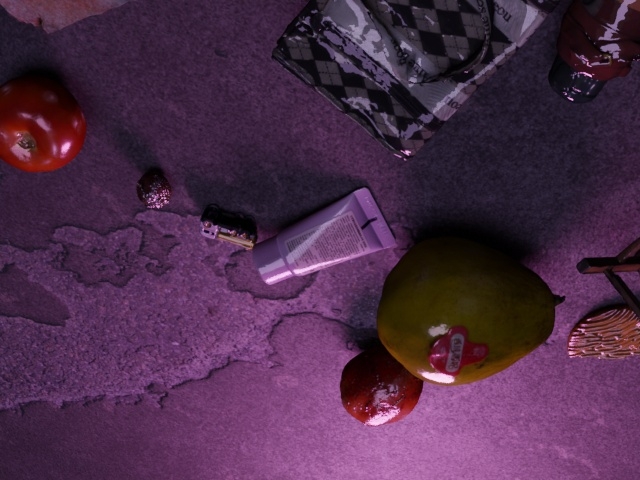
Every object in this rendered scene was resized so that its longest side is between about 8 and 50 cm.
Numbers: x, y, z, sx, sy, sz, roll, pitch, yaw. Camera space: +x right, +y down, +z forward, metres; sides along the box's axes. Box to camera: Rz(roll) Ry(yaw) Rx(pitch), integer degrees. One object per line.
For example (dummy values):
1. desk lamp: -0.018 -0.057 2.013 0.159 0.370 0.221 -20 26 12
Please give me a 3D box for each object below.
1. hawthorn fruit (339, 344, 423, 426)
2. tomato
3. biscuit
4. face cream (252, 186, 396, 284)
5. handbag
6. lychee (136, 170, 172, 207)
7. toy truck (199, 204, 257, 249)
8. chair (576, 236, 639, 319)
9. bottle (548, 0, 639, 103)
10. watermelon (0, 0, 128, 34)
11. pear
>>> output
1. hawthorn fruit: 0.146 0.305 1.841 0.181 0.181 0.235 25 130 -8
2. tomato: -0.536 -0.221 1.578 0.195 0.136 0.195 5 130 6
3. biscuit: 0.623 0.203 1.731 0.176 0.031 0.228 38 128 -17
4. face cream: 0.000 0.000 1.681 0.273 0.096 0.154 -22 120 13
5. handbag: 0.152 -0.370 1.268 0.316 0.180 0.416 37 123 -13
6. lychee: -0.334 -0.102 1.677 0.067 0.068 0.083 -22 147 24
7. toy truck: -0.188 -0.023 1.720 0.123 0.052 0.063 17 138 -3
8. chair: 0.697 0.059 1.507 0.241 0.416 0.203 58 133 23
9. bottle: 0.434 -0.325 1.239 0.143 0.156 0.271 45 133 26
10. watermelon: -0.368 -0.434 1.276 0.301 0.264 0.151 -15 124 28
11. pear: 0.289 0.136 1.607 0.374 0.287 0.287 -6 130 -2
